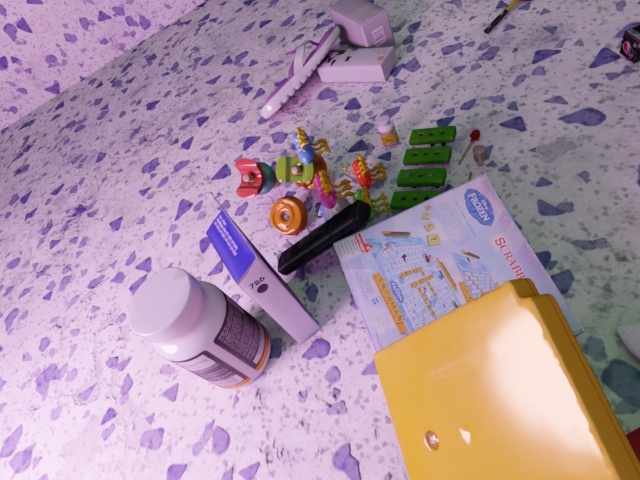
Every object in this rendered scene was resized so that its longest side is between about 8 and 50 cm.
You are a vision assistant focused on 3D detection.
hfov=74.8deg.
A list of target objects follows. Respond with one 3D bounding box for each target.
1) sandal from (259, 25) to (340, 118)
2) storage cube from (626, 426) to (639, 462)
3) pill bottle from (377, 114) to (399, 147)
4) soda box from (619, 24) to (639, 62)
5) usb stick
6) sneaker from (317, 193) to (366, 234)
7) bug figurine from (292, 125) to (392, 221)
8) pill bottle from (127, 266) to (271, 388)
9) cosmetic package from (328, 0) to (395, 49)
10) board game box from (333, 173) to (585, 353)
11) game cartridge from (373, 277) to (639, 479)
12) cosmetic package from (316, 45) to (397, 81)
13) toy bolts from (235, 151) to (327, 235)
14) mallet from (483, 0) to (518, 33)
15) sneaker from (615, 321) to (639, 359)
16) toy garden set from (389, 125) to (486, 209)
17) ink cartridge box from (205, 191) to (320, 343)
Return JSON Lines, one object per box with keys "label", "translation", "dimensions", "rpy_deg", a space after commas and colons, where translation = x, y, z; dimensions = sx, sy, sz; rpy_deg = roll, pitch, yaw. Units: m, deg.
{"label": "sandal", "translation": [-0.074, -0.578, 1.371], "dimensions": [0.416, 0.102, 0.169], "rpy_deg": [-55, 20, -16]}
{"label": "storage cube", "translation": [0.407, 0.305, 0.455], "dimensions": [0.193, 0.215, 0.184], "rpy_deg": [-28, 48, -2]}
{"label": "pill bottle", "translation": [0.173, -0.282, 1.081], "dimensions": [0.043, 0.083, 0.043], "rpy_deg": [-14, 51, 18]}
{"label": "soda box", "translation": [0.769, -0.465, 0.928], "dimensions": [0.169, 0.060, 0.053], "rpy_deg": [-22, 51, 11]}
{"label": "usb stick", "translation": [0.000, 0.000, 0.911], "dimensions": [0.278, 0.045, 0.077], "rpy_deg": [-33, 29, 40]}
{"label": "sneaker", "translation": [0.063, -0.005, 0.949], "dimensions": [0.086, 0.085, 0.237], "rpy_deg": [-50, 48, 30]}
{"label": "bug figurine", "translation": [0.046, -0.147, 0.956], "dimensions": [0.072, 0.279, 0.216], "rpy_deg": [-41, 49, 35]}
{"label": "pill bottle", "translation": [-0.226, 0.176, 0.819], "dimensions": [0.162, 0.278, 0.162], "rpy_deg": [-13, 51, 17]}
{"label": "cosmetic package", "translation": [0.134, -0.713, 1.390], "dimensions": [0.107, 0.127, 0.238], "rpy_deg": [-33, 50, 2]}
{"label": "board game box", "translation": [0.223, 0.082, 0.756], "dimensions": [0.318, 0.066, 0.319], "rpy_deg": [-24, 63, 9]}
{"label": "game cartridge", "translation": [0.201, 0.233, 0.518], "dimensions": [0.052, 0.324, 0.285], "rpy_deg": [-2, 63, -29]}
{"label": "cosmetic package", "translation": [0.113, -0.558, 1.330], "dimensions": [0.239, 0.060, 0.099], "rpy_deg": [13, 65, 34]}
{"label": "toy bolts", "translation": [-0.097, -0.135, 1.114], "dimensions": [0.228, 0.158, 0.218], "rpy_deg": [10, 102, 21]}
{"label": "mallet", "translation": [0.538, -0.675, 1.219], "dimensions": [0.189, 0.039, 0.062], "rpy_deg": [-41, 50, 0]}
{"label": "sneaker", "translation": [0.552, 0.105, 0.618], "dimensions": [0.212, 0.080, 0.094], "rpy_deg": [-30, 37, 6]}
{"label": "toy garden set", "translation": [0.289, -0.161, 0.962], "dimensions": [0.204, 0.049, 0.244], "rpy_deg": [3, 57, 31]}
{"label": "ink cartridge box", "translation": [-0.120, 0.066, 0.810], "dimensions": [0.065, 0.333, 0.165], "rpy_deg": [-37, 47, -6]}
